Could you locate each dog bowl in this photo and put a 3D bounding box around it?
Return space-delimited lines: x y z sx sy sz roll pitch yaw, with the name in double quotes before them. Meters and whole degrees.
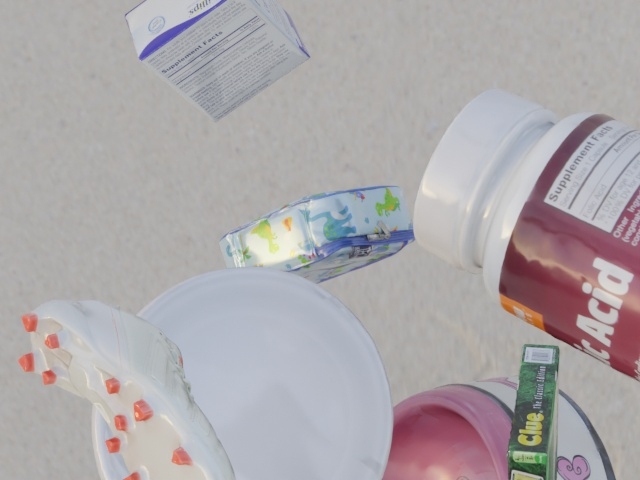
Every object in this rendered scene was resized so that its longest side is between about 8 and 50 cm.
"dog bowl" 0.182 0.364 1.739 0.150 0.408 0.408 12 45 -32

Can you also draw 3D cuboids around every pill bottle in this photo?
"pill bottle" 0.303 0.009 1.371 0.392 0.224 0.224 28 64 26

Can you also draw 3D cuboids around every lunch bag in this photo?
"lunch bag" 0.000 0.000 1.728 0.219 0.176 0.090 -22 80 39

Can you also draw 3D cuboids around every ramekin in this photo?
"ramekin" -0.081 0.164 1.257 0.272 0.127 0.273 3 80 -19

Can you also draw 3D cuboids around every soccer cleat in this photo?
"soccer cleat" -0.098 0.086 0.788 0.076 0.068 0.196 -11 35 -39

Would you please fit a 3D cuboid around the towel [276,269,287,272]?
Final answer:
"towel" -0.022 0.218 1.625 0.037 0.329 0.237 -13 55 -18

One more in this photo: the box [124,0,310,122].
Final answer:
"box" -0.103 -0.204 1.394 0.126 0.137 0.072 -32 54 15

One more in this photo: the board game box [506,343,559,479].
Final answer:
"board game box" 0.145 0.216 0.945 0.030 0.260 0.136 3 25 14
